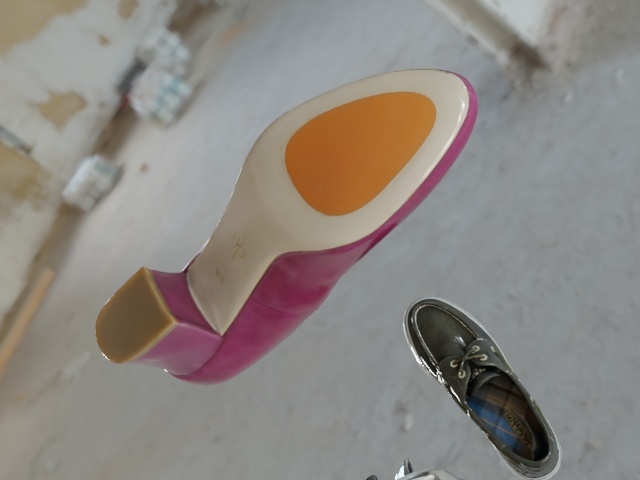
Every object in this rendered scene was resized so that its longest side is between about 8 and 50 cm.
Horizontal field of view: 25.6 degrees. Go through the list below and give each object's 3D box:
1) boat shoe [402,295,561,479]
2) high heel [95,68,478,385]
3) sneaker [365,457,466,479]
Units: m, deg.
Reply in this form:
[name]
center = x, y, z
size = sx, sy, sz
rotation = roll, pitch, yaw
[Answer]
[boat shoe]
center = 0.102, 0.088, 0.883
size = 0.049, 0.142, 0.040
rotation = -37, -20, -5
[high heel]
center = 0.000, 0.000, 0.739
size = 0.244, 0.117, 0.082
rotation = -42, 64, 20
[sneaker]
center = 0.035, 0.176, 0.781
size = 0.105, 0.281, 0.115
rotation = -36, 48, 38
